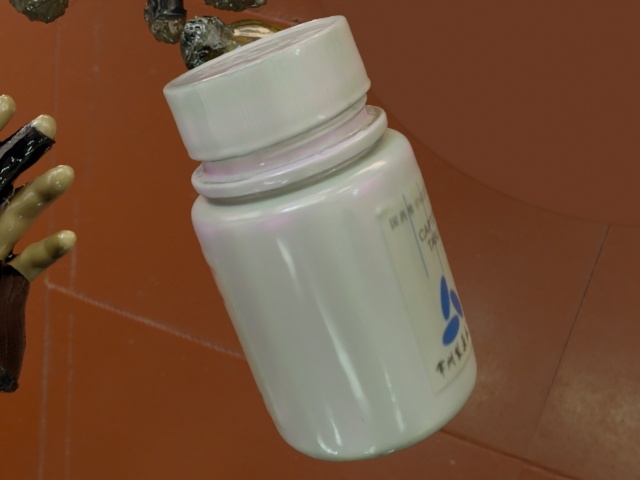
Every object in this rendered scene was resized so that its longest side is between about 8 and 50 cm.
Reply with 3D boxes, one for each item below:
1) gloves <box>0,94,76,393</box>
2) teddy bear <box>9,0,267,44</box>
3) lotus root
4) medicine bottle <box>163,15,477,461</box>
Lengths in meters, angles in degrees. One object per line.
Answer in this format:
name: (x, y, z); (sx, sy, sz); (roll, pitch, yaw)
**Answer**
gloves: (-0.347, 0.001, 0.859); (0.152, 0.197, 0.301); (19, 83, 26)
teddy bear: (-0.163, -0.286, 0.821); (0.251, 0.129, 0.182); (4, 142, -18)
lotus root: (-0.049, -0.130, 0.788); (0.120, 0.120, 0.209); (-22, 145, 28)
medicine bottle: (0.000, 0.000, 0.638); (0.170, 0.170, 0.293); (-11, 112, 25)
